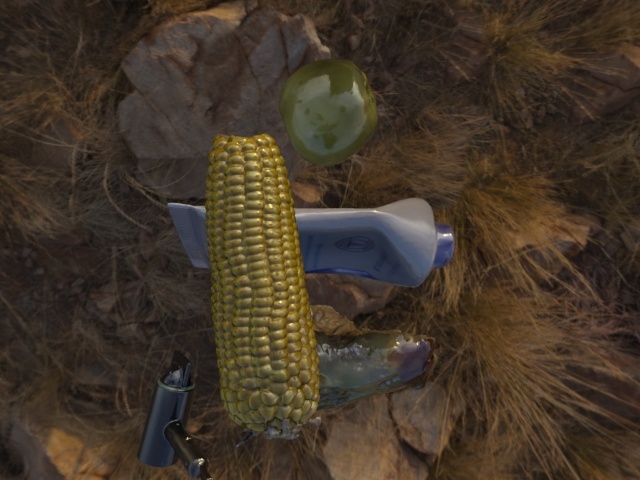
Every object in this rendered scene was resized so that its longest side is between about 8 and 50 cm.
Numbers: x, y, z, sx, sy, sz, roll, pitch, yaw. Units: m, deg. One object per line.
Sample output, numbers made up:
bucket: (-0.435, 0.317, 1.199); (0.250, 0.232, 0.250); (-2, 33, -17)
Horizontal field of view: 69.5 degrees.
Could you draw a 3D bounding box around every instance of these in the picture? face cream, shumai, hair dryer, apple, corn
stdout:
face cream: (0.000, 0.000, 0.717); (0.420, 0.235, 0.137); (1, 68, -5)
shumai: (0.061, 0.254, 0.893); (0.283, 0.346, 0.217); (13, 82, 27)
hair dryer: (-0.228, 0.322, 0.791); (0.078, 0.248, 0.196); (13, 91, -38)
apple: (0.024, -0.327, 1.190); (0.262, 0.262, 0.262); (1, 108, 3)
corn: (-0.065, 0.043, 0.468); (0.106, 0.106, 0.305); (-8, 90, 6)
